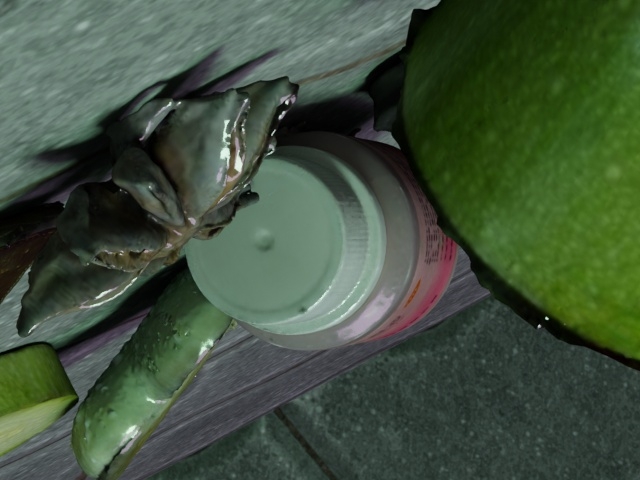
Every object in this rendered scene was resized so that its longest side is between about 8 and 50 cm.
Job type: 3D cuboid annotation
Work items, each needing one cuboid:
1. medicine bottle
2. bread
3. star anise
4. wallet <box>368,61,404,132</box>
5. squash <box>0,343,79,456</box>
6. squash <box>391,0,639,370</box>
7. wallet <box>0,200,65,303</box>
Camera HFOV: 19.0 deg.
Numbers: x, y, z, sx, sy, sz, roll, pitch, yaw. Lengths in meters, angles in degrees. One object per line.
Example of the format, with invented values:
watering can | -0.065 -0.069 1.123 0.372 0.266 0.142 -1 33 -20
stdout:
medicine bottle | 0.000 0.000 1.225 0.147 0.147 0.247 -32 172 14
bread | -0.120 0.087 1.499 0.232 0.064 0.172 -51 -179 30
star anise | -0.092 -0.019 1.017 0.195 0.065 0.182 -44 172 -13
wallet | 0.149 -0.123 1.328 0.197 0.051 0.377 -33 170 12
squash | -0.310 0.160 1.465 0.252 0.049 0.252 -27 173 -4
squash | 0.230 -0.128 0.933 0.310 0.310 0.309 -24 156 -38
wallet | -0.246 0.042 1.008 0.232 0.031 0.122 -26 167 -43
